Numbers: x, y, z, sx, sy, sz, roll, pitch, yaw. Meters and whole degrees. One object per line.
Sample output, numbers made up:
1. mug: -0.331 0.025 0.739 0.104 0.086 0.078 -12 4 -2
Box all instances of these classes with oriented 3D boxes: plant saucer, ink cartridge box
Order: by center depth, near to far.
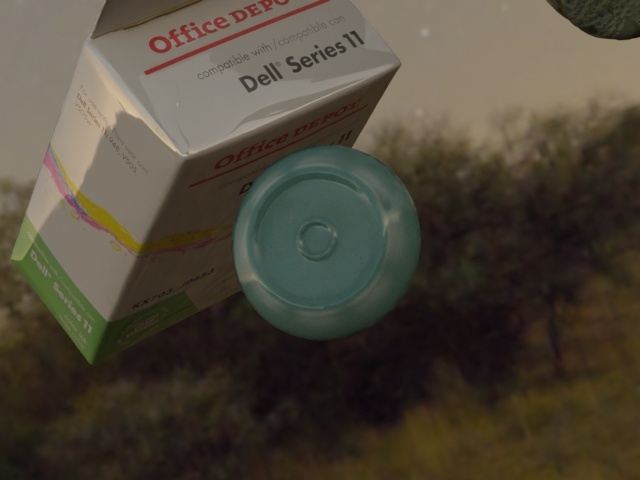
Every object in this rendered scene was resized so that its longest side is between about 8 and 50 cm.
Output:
1. plant saucer: 0.000 0.000 1.086 0.119 0.119 0.021 -21 -11 12
2. ink cartridge box: -0.080 -0.075 1.307 0.207 0.119 0.353 -27 -20 -33

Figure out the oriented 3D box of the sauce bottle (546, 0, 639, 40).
1. sauce bottle: 0.172 -0.259 1.379 0.111 0.111 0.344 -20 29 -5
